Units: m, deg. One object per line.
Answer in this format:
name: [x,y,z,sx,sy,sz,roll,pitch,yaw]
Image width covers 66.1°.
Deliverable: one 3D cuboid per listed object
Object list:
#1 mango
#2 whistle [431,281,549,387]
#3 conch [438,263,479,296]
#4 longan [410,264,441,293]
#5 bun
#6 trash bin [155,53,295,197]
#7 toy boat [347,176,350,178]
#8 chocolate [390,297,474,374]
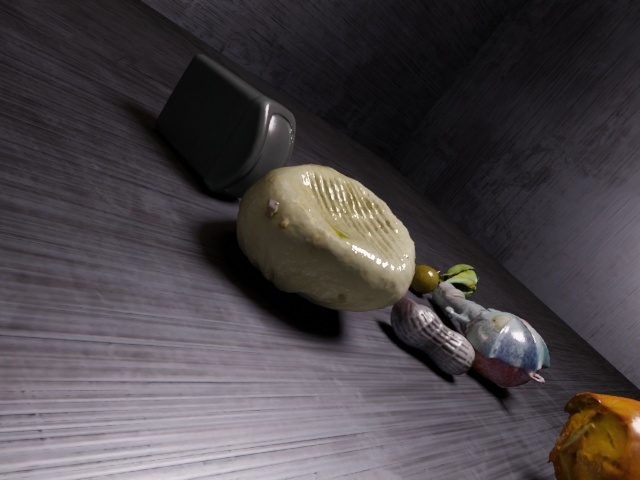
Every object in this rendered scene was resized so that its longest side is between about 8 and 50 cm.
mango: [0.454,0.373,0.654,0.350,0.199,0.201,50,45,-4]
whistle: [0.330,0.184,0.995,0.143,0.133,0.346,-10,22,-14]
conch: [0.397,0.116,1.391,0.201,0.079,0.094,-21,73,-52]
longan: [0.239,0.085,1.119,0.075,0.083,0.075,157,-90,-79]
bun: [0.000,0.000,0.704,0.259,0.160,0.259,26,35,-20]
trash bin: [-0.158,-0.186,0.830,0.236,0.176,0.101,42,16,26]
toy boat: [0.054,-0.160,1.423,0.060,0.055,0.141,49,18,7]
chocolate: [0.183,0.160,0.813,0.167,0.072,0.072,39,16,-8]
